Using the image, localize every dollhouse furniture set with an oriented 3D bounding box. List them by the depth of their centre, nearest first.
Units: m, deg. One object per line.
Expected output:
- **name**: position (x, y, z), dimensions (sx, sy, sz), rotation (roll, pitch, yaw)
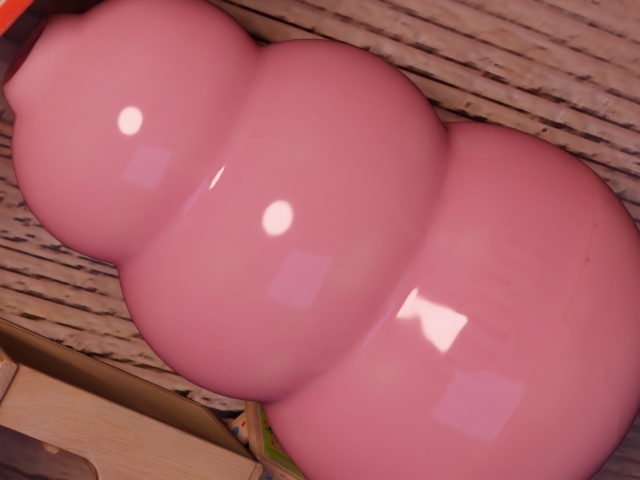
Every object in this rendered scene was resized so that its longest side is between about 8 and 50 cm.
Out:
- **dollhouse furniture set**: position (-0.167, 0.181, 0.969), dimensions (0.161, 0.212, 0.242), rotation (27, 93, -27)

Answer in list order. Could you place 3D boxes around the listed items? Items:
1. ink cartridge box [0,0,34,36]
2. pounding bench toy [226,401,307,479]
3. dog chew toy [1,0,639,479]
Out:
- **ink cartridge box**: position (-0.272, -0.118, 0.753), dimensions (0.275, 0.060, 0.239), rotation (-42, 91, 22)
- **pounding bench toy**: position (-0.029, 0.144, 1.050), dimensions (0.083, 0.052, 0.065), rotation (34, 116, -28)
- **dog chew toy**: position (0.000, 0.000, 0.862), dimensions (0.332, 0.206, 0.206), rotation (34, 116, -19)
